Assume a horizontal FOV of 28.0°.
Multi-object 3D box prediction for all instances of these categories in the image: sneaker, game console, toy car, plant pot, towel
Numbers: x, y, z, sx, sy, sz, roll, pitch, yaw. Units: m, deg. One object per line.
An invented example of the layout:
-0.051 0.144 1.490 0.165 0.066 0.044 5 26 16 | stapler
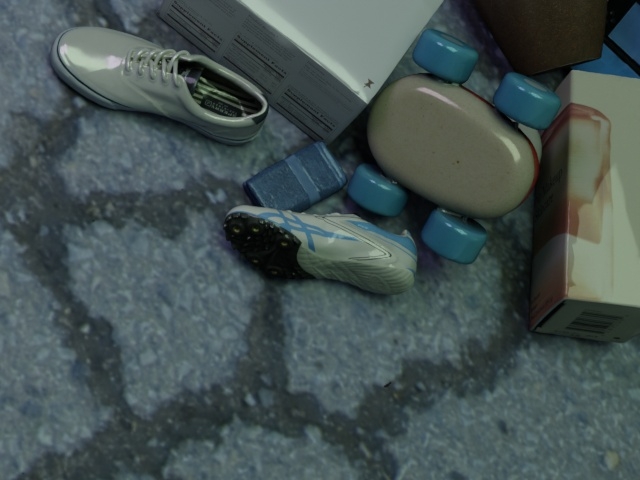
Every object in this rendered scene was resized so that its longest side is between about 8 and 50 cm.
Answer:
-0.176 -0.189 1.463 0.258 0.091 0.094 18 68 -15 | sneaker
0.403 -0.247 1.694 0.144 0.124 0.085 47 36 14 | game console
0.183 -0.118 1.555 0.210 0.219 0.238 32 19 17 | toy car
0.278 -0.331 1.638 0.215 0.215 0.230 -15 93 -24 | plant pot
-0.029 -0.067 1.515 0.119 0.029 0.067 -30 85 -27 | towel
0.000 0.000 1.478 0.237 0.085 0.086 15 50 -19 | sneaker

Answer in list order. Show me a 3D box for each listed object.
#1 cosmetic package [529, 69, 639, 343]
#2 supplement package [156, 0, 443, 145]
0.339 -0.039 1.569 0.129 0.153 0.296 8 68 -4 | cosmetic package
-0.019 -0.283 1.525 0.262 0.145 0.204 38 64 -6 | supplement package
